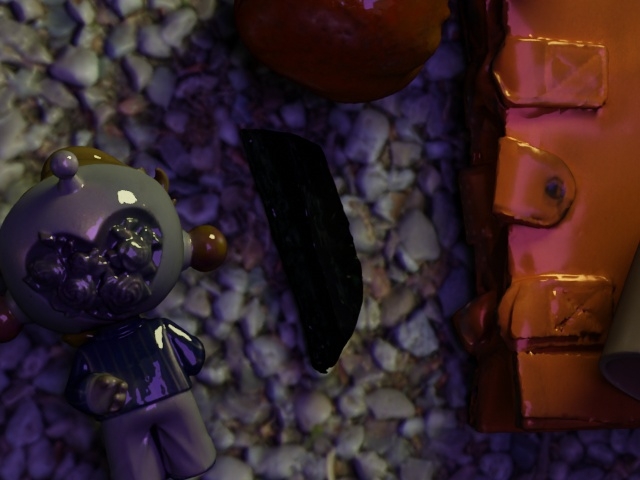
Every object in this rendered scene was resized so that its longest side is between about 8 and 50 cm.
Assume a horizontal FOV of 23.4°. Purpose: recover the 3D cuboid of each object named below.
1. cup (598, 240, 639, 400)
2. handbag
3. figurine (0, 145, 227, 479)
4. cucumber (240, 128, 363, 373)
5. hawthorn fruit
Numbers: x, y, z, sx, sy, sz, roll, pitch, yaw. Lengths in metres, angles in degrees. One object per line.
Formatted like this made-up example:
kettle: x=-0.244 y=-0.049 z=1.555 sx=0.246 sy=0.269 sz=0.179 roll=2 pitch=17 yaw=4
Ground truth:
cup: x=0.374 y=0.051 z=1.272 sx=0.253 sy=0.191 sz=0.200 roll=25 pitch=74 yaw=-18
handbag: x=0.271 y=-0.034 z=1.399 sx=0.303 sy=0.116 sz=0.410 roll=1 pitch=83 yaw=-22
figurine: x=-0.168 y=0.067 z=1.197 sx=0.193 sy=0.133 sz=0.274 roll=3 pitch=96 yaw=-12
cucumber: x=0.000 y=0.000 z=1.319 sx=0.070 sy=0.046 sz=0.220 roll=-17 pitch=90 yaw=-32
hawthorn fruit: x=0.018 y=-0.200 z=1.282 sx=0.189 sy=0.189 sz=0.189 roll=3 pitch=83 yaw=-23
